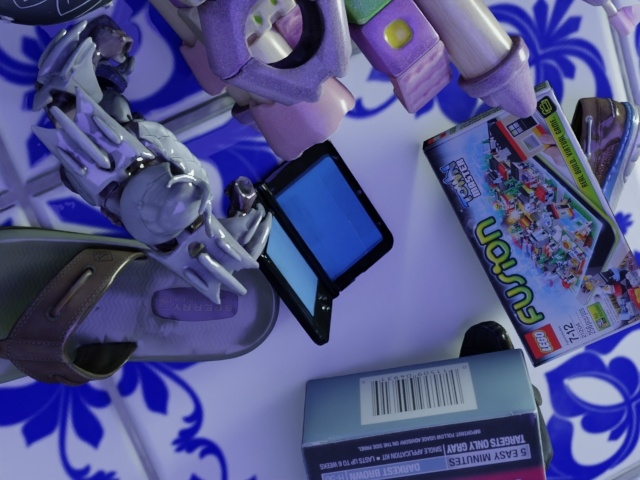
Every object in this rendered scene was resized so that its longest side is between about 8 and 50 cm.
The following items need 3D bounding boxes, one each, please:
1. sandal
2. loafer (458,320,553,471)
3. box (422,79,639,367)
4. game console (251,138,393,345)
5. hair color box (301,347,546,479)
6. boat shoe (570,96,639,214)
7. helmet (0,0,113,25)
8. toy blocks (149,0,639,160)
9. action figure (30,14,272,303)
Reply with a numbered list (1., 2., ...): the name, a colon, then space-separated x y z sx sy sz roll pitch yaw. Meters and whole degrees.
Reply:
1. sandal: -0.168 0.052 0.958 0.302 0.086 0.120 -5 109 -20
2. loafer: 0.164 0.141 1.143 0.061 0.062 0.170 -31 120 -35
3. box: 0.178 -0.011 1.054 0.114 0.036 0.207 -26 102 12
4. game console: 0.000 0.000 1.019 0.071 0.107 0.122 -25 118 19
5. hair color box: 0.108 0.291 1.103 0.185 0.113 0.374 -9 112 5
6. boat shoe: 0.210 -0.035 1.098 0.066 0.066 0.183 16 100 -11
7. helmet: -0.151 -0.210 0.727 0.169 0.161 0.169 -8 131 -9
8. toy blocks: 0.060 -0.161 0.852 0.288 0.309 0.260 -41 111 -4
9. action figure: -0.119 -0.060 0.829 0.099 0.285 0.185 -35 117 -8
